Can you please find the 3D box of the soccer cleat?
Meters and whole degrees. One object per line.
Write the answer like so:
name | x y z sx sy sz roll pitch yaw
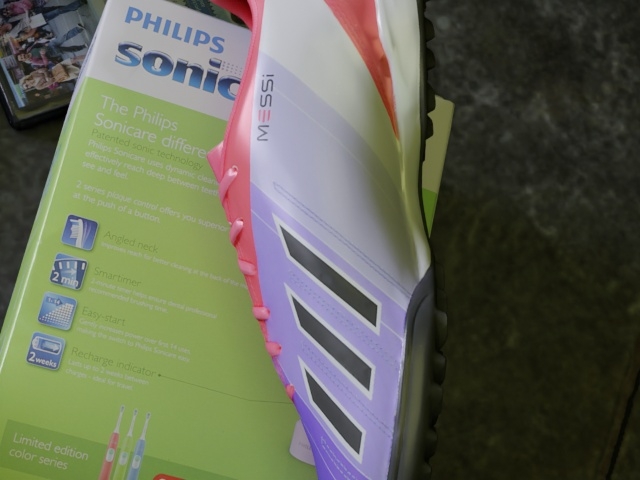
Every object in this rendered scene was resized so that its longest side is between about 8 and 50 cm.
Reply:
soccer cleat | 0.000 0.000 0.659 0.116 0.108 0.318 -1 75 -1

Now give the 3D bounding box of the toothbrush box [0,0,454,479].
toothbrush box | -0.062 0.034 0.738 0.206 0.122 0.283 17 71 -14

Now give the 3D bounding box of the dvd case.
dvd case | -0.112 -0.190 0.862 0.253 0.022 0.180 -21 79 -18
